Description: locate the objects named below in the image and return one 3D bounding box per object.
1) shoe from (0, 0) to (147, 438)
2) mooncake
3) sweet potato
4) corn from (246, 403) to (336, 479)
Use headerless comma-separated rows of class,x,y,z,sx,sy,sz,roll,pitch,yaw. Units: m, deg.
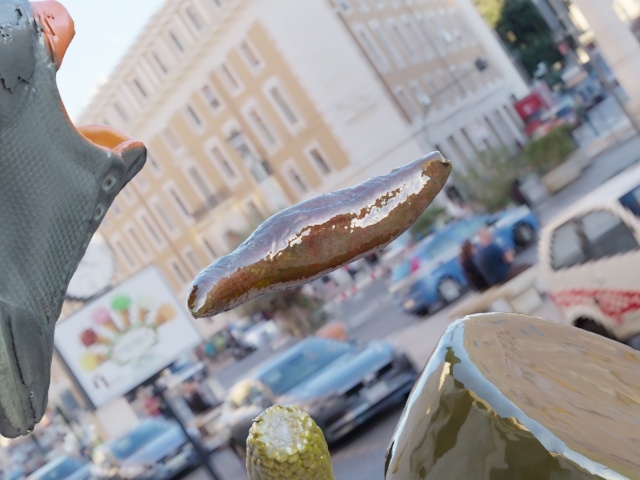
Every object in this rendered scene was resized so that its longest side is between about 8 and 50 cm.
shoe,-0.208,-0.027,1.016,0.171,0.337,0.132,-18,27,-29
mooncake,0.189,0.179,1.027,0.156,0.284,0.284,-66,-12,19
sweet potato,-0.008,0.002,1.034,0.255,0.058,0.078,-27,11,-31
corn,-0.028,0.240,1.385,0.091,0.091,0.260,-17,-32,-5
